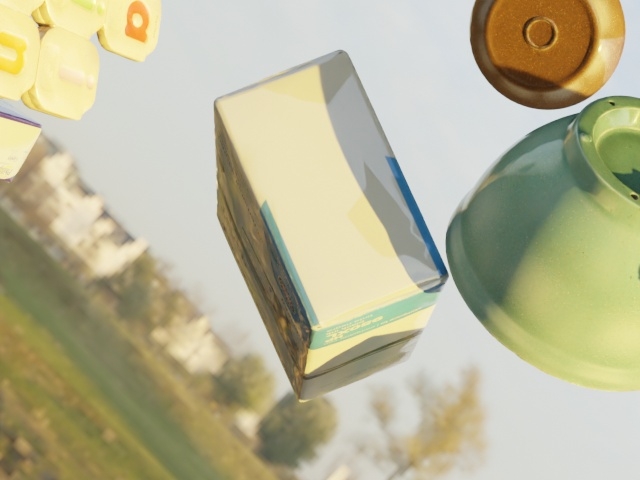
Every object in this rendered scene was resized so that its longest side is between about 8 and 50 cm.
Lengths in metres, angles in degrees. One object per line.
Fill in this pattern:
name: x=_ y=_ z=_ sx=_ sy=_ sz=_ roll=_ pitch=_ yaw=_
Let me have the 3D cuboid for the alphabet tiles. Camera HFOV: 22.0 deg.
alphabet tiles: x=-0.181 y=-0.230 z=1.099 sx=0.021 sy=0.284 sz=0.278 roll=5 pitch=-4 yaw=27

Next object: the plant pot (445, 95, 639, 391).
plant pot: x=0.299 y=-0.022 z=1.670 sx=0.293 sy=0.293 sz=0.196 roll=42 pitch=-45 yaw=16

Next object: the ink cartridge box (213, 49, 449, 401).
ink cartridge box: x=0.000 y=0.000 z=1.914 sx=0.395 sy=0.166 sz=0.286 roll=99 pitch=-32 yaw=-73

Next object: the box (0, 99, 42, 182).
box: x=-0.367 y=-0.126 z=1.637 sx=0.137 sy=0.072 sz=0.126 roll=34 pitch=5 yaw=11

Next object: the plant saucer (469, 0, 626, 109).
plant saucer: x=0.277 y=-0.258 z=2.039 sx=0.198 sy=0.198 sz=0.036 roll=44 pitch=23 yaw=6
